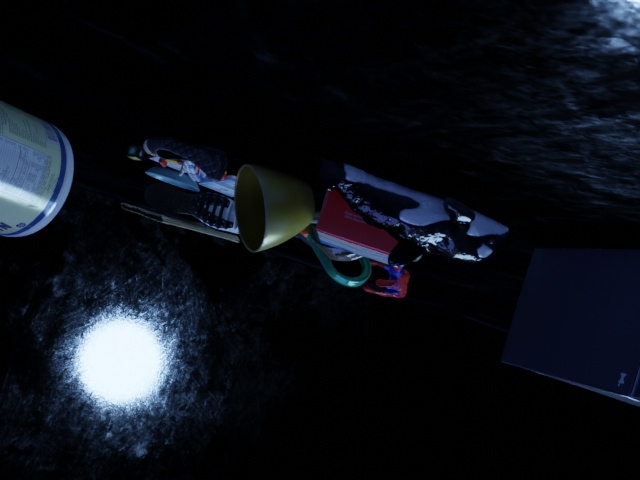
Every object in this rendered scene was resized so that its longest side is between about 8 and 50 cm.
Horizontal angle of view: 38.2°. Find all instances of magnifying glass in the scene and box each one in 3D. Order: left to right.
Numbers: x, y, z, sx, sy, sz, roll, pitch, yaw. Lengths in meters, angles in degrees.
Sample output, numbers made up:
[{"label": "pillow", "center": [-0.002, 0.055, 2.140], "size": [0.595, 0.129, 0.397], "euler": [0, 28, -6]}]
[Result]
[{"label": "magnifying glass", "center": [0.000, 0.000, 1.755], "size": [0.231, 0.092, 0.026], "euler": [39, 137, 3]}]

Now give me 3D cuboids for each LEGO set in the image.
[{"label": "LEGO set", "center": [-0.207, -0.107, 1.591], "size": [0.244, 0.060, 0.182], "euler": [22, 167, -35]}]

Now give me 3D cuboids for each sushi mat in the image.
[{"label": "sushi mat", "center": [-0.347, -0.044, 2.330], "size": [0.152, 0.019, 0.317], "euler": [18, 180, 32]}]

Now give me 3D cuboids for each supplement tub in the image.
[{"label": "supplement tub", "center": [-0.631, -0.151, 1.646], "size": [0.236, 0.235, 0.325], "euler": [15, 175, 32]}]

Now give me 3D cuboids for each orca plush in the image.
[{"label": "orca plush", "center": [0.113, -0.015, 1.207], "size": [0.287, 0.102, 0.151], "euler": [22, 174, -35]}]

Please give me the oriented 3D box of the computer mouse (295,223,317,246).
[{"label": "computer mouse", "center": [-0.008, -0.013, 1.883], "size": [0.272, 0.072, 0.188], "euler": [16, 174, 24]}]

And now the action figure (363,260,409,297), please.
[{"label": "action figure", "center": [0.155, 0.092, 2.388], "size": [0.139, 0.091, 0.280], "euler": [10, 172, 16]}]

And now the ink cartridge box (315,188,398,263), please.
[{"label": "ink cartridge box", "center": [0.067, -0.024, 1.421], "size": [0.134, 0.078, 0.231], "euler": [18, 175, 5]}]

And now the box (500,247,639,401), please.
[{"label": "box", "center": [0.462, 0.138, 1.197], "size": [0.313, 0.178, 0.343], "euler": [18, 175, -14]}]

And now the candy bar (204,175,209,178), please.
[{"label": "candy bar", "center": [-0.167, -0.105, 1.745], "size": [0.162, 0.018, 0.040], "euler": [20, 175, -35]}]

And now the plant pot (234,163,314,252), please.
[{"label": "plant pot", "center": [-0.065, -0.054, 1.417], "size": [0.095, 0.134, 0.134], "euler": [-7, -173, -25]}]

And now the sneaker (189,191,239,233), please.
[{"label": "sneaker", "center": [-0.186, -0.048, 2.116], "size": [0.234, 0.078, 0.106], "euler": [16, 173, 5]}]

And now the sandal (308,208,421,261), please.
[{"label": "sandal", "center": [0.060, 0.003, 1.704], "size": [0.303, 0.086, 0.120], "euler": [19, 177, -27]}]

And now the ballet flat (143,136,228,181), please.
[{"label": "ballet flat", "center": [-0.216, -0.130, 1.435], "size": [0.173, 0.049, 0.057], "euler": [15, 178, 36]}]

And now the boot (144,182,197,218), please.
[{"label": "boot", "center": [-0.323, -0.085, 2.342], "size": [0.190, 0.076, 0.208], "euler": [19, -177, 15]}]

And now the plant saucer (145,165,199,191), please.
[{"label": "plant saucer", "center": [-0.307, -0.132, 1.937], "size": [0.119, 0.021, 0.119], "euler": [19, 176, 2]}]
